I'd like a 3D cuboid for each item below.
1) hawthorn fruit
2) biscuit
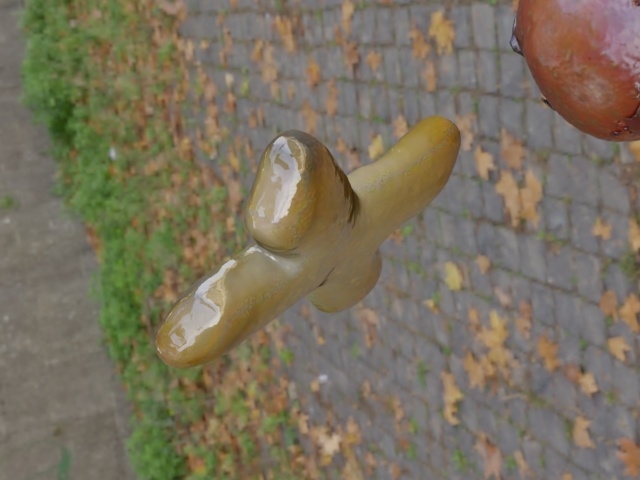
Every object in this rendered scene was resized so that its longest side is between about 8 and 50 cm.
[{"bbox_3d":[0.387,-0.263,1.342,0.316,0.316,0.316,170,90,-72],"label":"hawthorn fruit"},{"bbox_3d":[0.001,-0.001,0.647,0.047,0.208,0.164,44,116,17],"label":"biscuit"}]
